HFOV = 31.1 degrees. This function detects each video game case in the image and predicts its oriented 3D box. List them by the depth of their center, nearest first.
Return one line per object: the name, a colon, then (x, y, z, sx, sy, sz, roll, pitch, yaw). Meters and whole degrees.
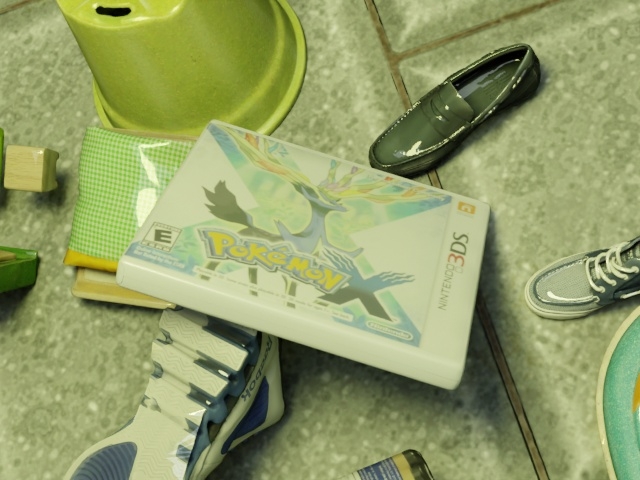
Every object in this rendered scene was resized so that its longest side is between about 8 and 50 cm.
video game case: (0.000, 0.000, 1.160, 0.329, 0.036, 0.300, 17, 34, 3)

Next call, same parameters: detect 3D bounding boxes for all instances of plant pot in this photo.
plant pot: (-0.178, -0.257, 1.317, 0.276, 0.254, 0.276, -5, 69, 12)

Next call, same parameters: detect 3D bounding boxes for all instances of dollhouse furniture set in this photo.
dollhouse furniture set: (-0.291, -0.032, 1.278, 0.302, 0.151, 0.197, 6, 95, 14)

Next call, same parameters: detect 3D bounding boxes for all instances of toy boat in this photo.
toy boat: (0.417, 0.151, 1.070, 0.318, 0.148, 0.267, -12, 67, 15)

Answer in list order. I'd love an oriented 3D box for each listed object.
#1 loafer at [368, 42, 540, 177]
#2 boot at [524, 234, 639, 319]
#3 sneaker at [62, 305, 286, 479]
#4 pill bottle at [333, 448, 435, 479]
loafer: (0.148, -0.150, 1.297, 0.223, 0.078, 0.076, -33, 65, -1)
boot: (0.302, 0.026, 1.189, 0.190, 0.086, 0.069, -16, 67, 6)
sneaker: (-0.123, 0.196, 1.181, 0.127, 0.182, 0.315, 31, 91, 27)
pill bottle: (0.016, 0.297, 1.116, 0.219, 0.123, 0.123, -22, 66, -4)
